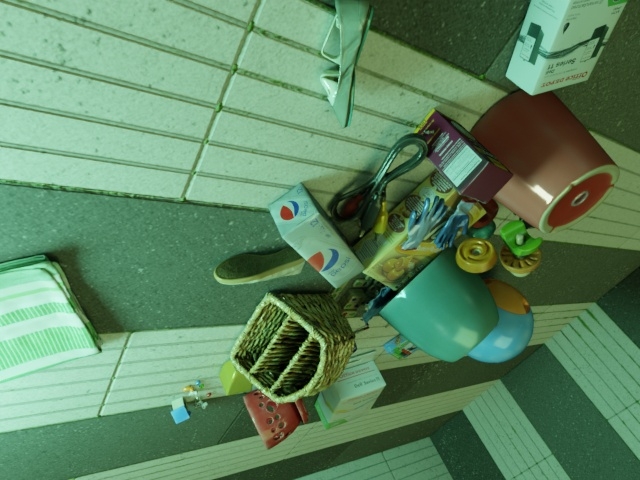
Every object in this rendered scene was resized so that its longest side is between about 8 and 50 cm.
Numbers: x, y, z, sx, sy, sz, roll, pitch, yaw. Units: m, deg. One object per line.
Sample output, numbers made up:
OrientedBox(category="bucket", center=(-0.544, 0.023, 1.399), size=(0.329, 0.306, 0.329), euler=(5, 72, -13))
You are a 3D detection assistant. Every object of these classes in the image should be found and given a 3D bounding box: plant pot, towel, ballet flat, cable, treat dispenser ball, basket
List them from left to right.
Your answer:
OrientedBox(category="towel", center=(-0.584, 0.166, 0.869), size=(0.247, 0.038, 0.325), euler=(-15, 142, -17))
OrientedBox(category="plant pot", center=(-0.243, 0.390, 1.337), size=(0.081, 0.081, 0.083), euler=(-2, 127, -32))
OrientedBox(category="plant pot", center=(-0.145, 0.571, 1.529), size=(0.174, 0.191, 0.191), euler=(-24, 144, -17))
OrientedBox(category="basket", center=(-0.078, 0.305, 1.229), size=(0.223, 0.214, 0.299), euler=(6, 131, -39))
OrientedBox(category="ballet flat", center=(0.033, -0.283, 0.737), size=(0.068, 0.072, 0.213), euler=(8, 136, -3))
OrientedBox(category="cable", center=(0.117, -0.119, 0.980), size=(0.139, 0.072, 0.287), euler=(21, 123, -5))
OrientedBox(category="plant pot", center=(0.345, 0.192, 1.269), size=(0.293, 0.235, 0.293), euler=(-40, 167, -11))
OrientedBox(category="treat dispenser ball", center=(0.584, 0.277, 1.581), size=(0.288, 0.288, 0.288), euler=(-18, 143, -15))
OrientedBox(category="plant pot", center=(0.500, -0.166, 1.030), size=(0.274, 0.243, 0.275), euler=(-19, 143, -15))

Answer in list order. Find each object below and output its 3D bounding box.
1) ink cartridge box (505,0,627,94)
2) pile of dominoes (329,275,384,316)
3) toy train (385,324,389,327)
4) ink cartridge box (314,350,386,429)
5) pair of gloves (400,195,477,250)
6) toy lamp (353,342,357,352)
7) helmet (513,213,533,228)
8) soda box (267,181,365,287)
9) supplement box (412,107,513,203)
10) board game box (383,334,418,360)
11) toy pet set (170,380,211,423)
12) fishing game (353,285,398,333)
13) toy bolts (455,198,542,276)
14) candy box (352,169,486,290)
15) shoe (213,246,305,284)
OrientedBox(category="ink cartridge box", center=(0.465, -0.398, 0.858), size=(0.153, 0.087, 0.208), euler=(-19, 144, -14))
OrientedBox(category="pile of dominoes", center=(0.137, 0.129, 1.311), size=(0.195, 0.040, 0.251), euler=(5, 132, -38))
OrientedBox(category="toy train", center=(0.329, 0.275, 1.527), size=(0.105, 0.143, 0.248), euler=(8, 130, -39))
OrientedBox(category="ink cartridge box", center=(0.120, 0.592, 1.787), size=(0.207, 0.119, 0.354), euler=(-11, 140, -24))
OrientedBox(category="pair of gloves", center=(0.280, -0.038, 1.070), size=(0.198, 0.023, 0.159), euler=(-3, 134, -28))
OrientedBox(category="toy lamp", center=(-0.012, 0.388, 1.490), size=(0.274, 0.080, 0.080), euler=(-20, 143, -12))
OrientedBox(category="helmet", center=(0.597, -0.118, 1.223), size=(0.161, 0.170, 0.169), euler=(-33, 147, 33))
OrientedBox(category="soda box", center=(0.000, 0.000, 1.014), size=(0.091, 0.098, 0.286), euler=(-34, 145, 6))
OrientedBox(category="supplement box", center=(0.281, -0.171, 0.919), size=(0.104, 0.188, 0.081), euler=(11, 128, -41))
OrientedBox(category="board game box", center=(0.366, 0.382, 1.771), size=(0.211, 0.039, 0.160), euler=(-38, 143, 10))
OrientedBox(category="toy pet set", center=(-0.390, 0.495, 1.372), size=(0.114, 0.065, 0.122), euler=(-23, 143, -8))
OrientedBox(category="fishing game", center=(0.177, 0.171, 1.346), size=(0.264, 0.041, 0.189), euler=(-56, 157, 18))
OrientedBox(category="toy bolts", center=(0.450, 0.020, 1.232), size=(0.218, 0.229, 0.159), euler=(-25, 136, -1))
OrientedBox(category="candy box", center=(0.247, -0.022, 1.153), size=(0.316, 0.088, 0.183), euler=(-43, 141, 15))
OrientedBox(category="shoe", center=(-0.131, 0.068, 1.024), size=(0.218, 0.077, 0.058), euler=(-12, 136, -26))
